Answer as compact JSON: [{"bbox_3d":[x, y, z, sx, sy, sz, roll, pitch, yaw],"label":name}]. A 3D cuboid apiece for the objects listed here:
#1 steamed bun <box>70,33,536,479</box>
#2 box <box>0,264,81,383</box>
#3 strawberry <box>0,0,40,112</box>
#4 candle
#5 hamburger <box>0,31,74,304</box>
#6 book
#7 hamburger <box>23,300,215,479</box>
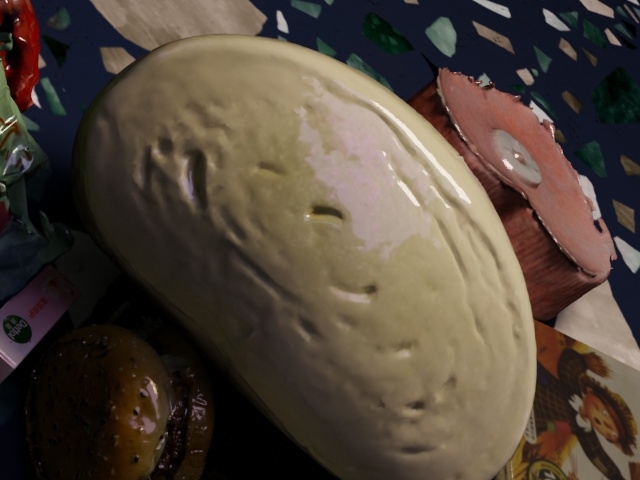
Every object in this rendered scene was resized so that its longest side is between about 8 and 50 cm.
[{"bbox_3d":[0.000,0.000,1.600,0.456,0.290,0.371,46,-5,-7],"label":"steamed bun"},{"bbox_3d":[-0.267,0.084,1.547,0.043,0.089,0.125,43,37,-6],"label":"box"},{"bbox_3d":[-0.350,-0.230,1.713,0.253,0.150,0.280,46,37,-2],"label":"strawberry"},{"bbox_3d":[0.203,-0.071,2.142,0.317,0.131,0.287,46,28,-17],"label":"candle"},{"bbox_3d":[-0.347,-0.061,1.522,0.150,0.260,0.276,-89,164,-73],"label":"hamburger"},{"bbox_3d":[0.359,0.264,2.046,0.428,0.039,0.300,25,41,-26],"label":"book"},{"bbox_3d":[-0.176,0.142,1.523,0.113,0.177,0.185,5,80,-34],"label":"hamburger"}]
